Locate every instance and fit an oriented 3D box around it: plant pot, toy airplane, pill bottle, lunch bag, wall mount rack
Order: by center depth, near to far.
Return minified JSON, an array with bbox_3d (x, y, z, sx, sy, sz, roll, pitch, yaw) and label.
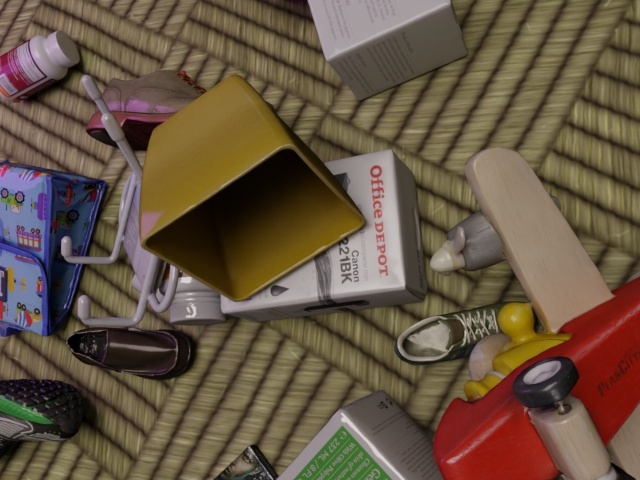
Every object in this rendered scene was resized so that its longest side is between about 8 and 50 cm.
[{"bbox_3d":[0.288,0.124,0.815,0.272,0.384,0.386,-20,57,59],"label":"toy airplane"},{"bbox_3d":[-0.103,-0.079,0.915,0.212,0.212,0.187,-32,56,12],"label":"plant pot"},{"bbox_3d":[-0.294,-0.057,1.037,0.350,0.130,0.304,46,124,54],"label":"wall mount rack"},{"bbox_3d":[-0.187,0.018,1.088,0.117,0.117,0.215,-8,76,19],"label":"pill bottle"},{"bbox_3d":[-0.517,0.019,1.227,0.221,0.138,0.293,11,95,22],"label":"lunch bag"},{"bbox_3d":[-0.521,-0.319,1.305,0.152,0.086,0.086,-23,72,14],"label":"pill bottle"}]

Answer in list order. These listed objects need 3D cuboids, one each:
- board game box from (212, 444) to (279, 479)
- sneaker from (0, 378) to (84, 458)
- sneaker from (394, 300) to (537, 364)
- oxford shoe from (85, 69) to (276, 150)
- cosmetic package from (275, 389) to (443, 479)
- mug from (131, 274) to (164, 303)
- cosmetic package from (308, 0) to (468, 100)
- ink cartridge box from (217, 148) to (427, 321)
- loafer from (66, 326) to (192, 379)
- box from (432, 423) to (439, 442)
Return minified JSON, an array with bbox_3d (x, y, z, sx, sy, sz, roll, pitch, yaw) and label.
[{"bbox_3d":[-0.086,0.405,1.017,0.126,0.026,0.186,-45,67,7],"label":"board game box"},{"bbox_3d":[-0.519,0.300,1.164,0.343,0.134,0.146,-6,83,29],"label":"sneaker"},{"bbox_3d":[0.186,0.124,0.939,0.192,0.086,0.064,-18,73,16],"label":"sneaker"},{"bbox_3d":[-0.223,-0.222,1.154,0.348,0.123,0.130,4,75,21],"label":"oxford shoe"},{"bbox_3d":[0.119,0.382,0.851,0.365,0.155,0.197,43,106,21],"label":"cosmetic package"},{"bbox_3d":[-0.251,0.066,1.135,0.064,0.062,0.078,41,106,15],"label":"mug"},{"bbox_3d":[0.096,-0.326,1.035,0.183,0.151,0.151,-20,72,15],"label":"cosmetic package"},{"bbox_3d":[0.000,0.000,1.022,0.273,0.114,0.197,-9,75,18],"label":"ink cartridge box"},{"bbox_3d":[-0.306,0.176,1.121,0.220,0.078,0.080,-2,78,21],"label":"loafer"},{"bbox_3d":[0.175,0.304,0.938,0.081,0.028,0.136,21,89,24],"label":"box"}]
